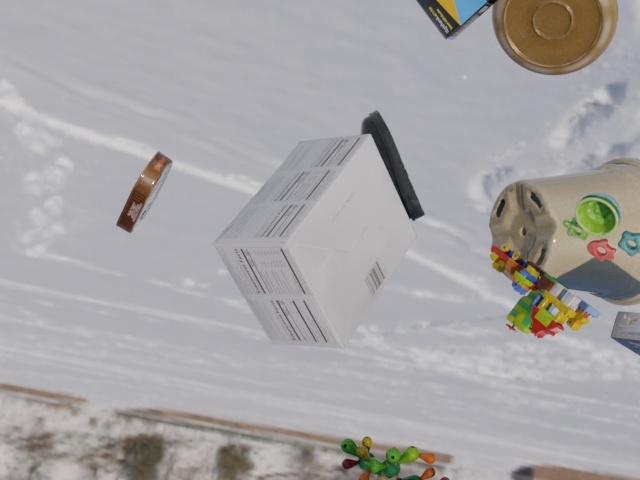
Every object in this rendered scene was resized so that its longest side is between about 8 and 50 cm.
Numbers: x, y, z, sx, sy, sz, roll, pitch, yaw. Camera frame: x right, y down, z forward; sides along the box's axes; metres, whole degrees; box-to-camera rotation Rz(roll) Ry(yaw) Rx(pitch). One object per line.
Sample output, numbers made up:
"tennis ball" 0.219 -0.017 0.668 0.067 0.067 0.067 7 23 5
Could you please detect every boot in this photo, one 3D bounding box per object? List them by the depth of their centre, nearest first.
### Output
"boot" 0.052 -0.101 1.775 0.207 0.247 0.094 -22 149 6

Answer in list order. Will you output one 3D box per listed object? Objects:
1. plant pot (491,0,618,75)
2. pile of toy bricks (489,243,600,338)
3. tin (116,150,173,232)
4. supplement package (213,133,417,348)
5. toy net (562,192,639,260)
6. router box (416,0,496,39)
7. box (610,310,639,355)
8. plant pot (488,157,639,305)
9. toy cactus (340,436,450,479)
"plant pot" 0.439 -0.419 1.885 0.236 0.236 0.032 8 -147 16
"pile of toy bricks" 0.326 0.099 1.535 0.118 0.105 0.212 31 -171 -34
"tin" -0.330 -0.089 1.878 0.040 0.106 0.190 29 135 -7
"supplement package" 0.000 0.000 1.504 0.145 0.262 0.204 -1 129 38
"toy net" 0.476 0.021 1.502 0.232 0.045 0.122 37 136 9
"router box" 0.228 -0.469 1.783 0.133 0.179 0.046 -41 167 27
"box" 0.674 0.195 1.806 0.183 0.056 0.231 31 164 -30
"plant pot" 0.551 -0.019 2.183 0.305 0.334 0.333 -1 176 -27
"toy cactus" 0.136 0.459 1.933 0.218 0.112 0.181 14 145 6
